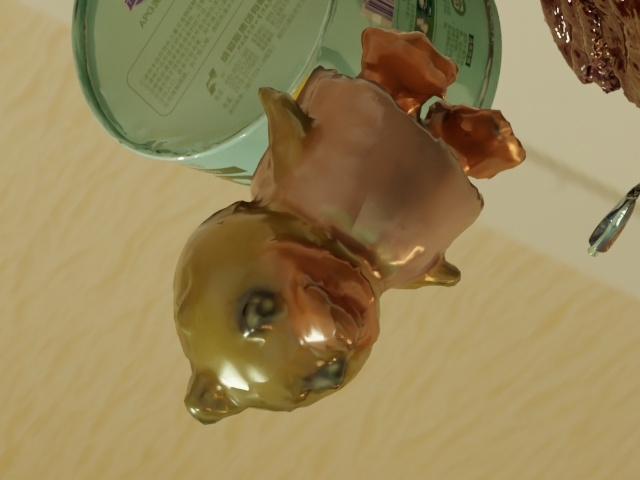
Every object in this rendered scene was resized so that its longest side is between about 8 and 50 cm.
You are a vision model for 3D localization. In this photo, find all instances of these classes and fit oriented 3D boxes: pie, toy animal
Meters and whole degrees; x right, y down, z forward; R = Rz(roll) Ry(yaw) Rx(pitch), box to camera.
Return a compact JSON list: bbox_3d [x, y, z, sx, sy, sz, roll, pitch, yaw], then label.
[{"bbox_3d":[0.264,-0.194,1.541,0.054,0.204,0.219,-29,-131,-13],"label":"pie"},{"bbox_3d":[-0.003,0.002,1.170,0.195,0.169,0.281,43,-117,-22],"label":"toy animal"}]

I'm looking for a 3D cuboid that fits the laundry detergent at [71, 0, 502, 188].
[{"bbox_3d":[-0.011,-0.174,1.542,0.305,0.287,0.287,19,-142,-52],"label":"laundry detergent"}]

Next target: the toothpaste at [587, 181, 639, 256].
[{"bbox_3d":[0.239,-0.015,1.434,0.019,0.083,0.027,30,-136,0],"label":"toothpaste"}]
